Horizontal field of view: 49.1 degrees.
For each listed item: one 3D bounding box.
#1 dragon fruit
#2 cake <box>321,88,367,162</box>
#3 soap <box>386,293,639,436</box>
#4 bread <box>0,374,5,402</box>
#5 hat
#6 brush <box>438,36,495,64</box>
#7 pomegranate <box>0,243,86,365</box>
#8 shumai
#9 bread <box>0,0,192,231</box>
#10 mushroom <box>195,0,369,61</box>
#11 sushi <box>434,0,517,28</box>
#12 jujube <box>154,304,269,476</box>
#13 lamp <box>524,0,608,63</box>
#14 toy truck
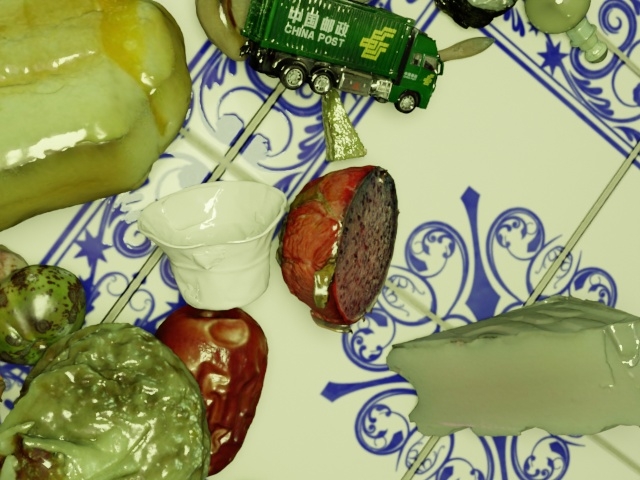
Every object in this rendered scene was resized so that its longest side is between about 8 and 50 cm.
[{"bbox_3d":[0.002,-0.001,0.932,0.148,0.218,0.223,13,70,23],"label":"dragon fruit"},{"bbox_3d":[0.014,-0.173,0.975,0.055,0.051,0.140,-23,96,-7],"label":"cake"},{"bbox_3d":[0.277,0.193,0.951,0.302,0.258,0.158,-18,99,-9],"label":"soap"},{"bbox_3d":[-0.487,0.163,0.831,0.199,0.199,0.104,42,90,-11],"label":"bread"},{"bbox_3d":[-0.131,0.012,0.912,0.203,0.203,0.126,-12,120,-10],"label":"hat"},{"bbox_3d":[0.167,-0.263,1.015,0.196,0.021,0.070,-20,100,-10],"label":"brush"},{"bbox_3d":[-0.376,0.078,0.879,0.138,0.125,0.163,-39,100,7],"label":"pomegranate"},{"bbox_3d":[-0.257,0.229,0.781,0.189,0.218,0.256,-43,83,29],"label":"shumai"},{"bbox_3d":[-0.322,-0.171,0.832,0.341,0.210,0.300,-24,76,-15],"label":"bread"},{"bbox_3d":[-0.018,-0.361,0.935,0.329,0.122,0.159,-30,63,-9],"label":"mushroom"},{"bbox_3d":[0.217,-0.409,0.967,0.147,0.115,0.212,12,90,-15],"label":"sushi"},{"bbox_3d":[-0.156,0.196,0.924,0.155,0.155,0.230,13,101,-12],"label":"jujube"},{"bbox_3d":[0.370,-0.320,1.027,0.163,0.091,0.091,38,86,-28],"label":"lamp"},{"bbox_3d":[0.033,-0.242,0.888,0.259,0.088,0.121,6,113,-29],"label":"toy truck"}]
